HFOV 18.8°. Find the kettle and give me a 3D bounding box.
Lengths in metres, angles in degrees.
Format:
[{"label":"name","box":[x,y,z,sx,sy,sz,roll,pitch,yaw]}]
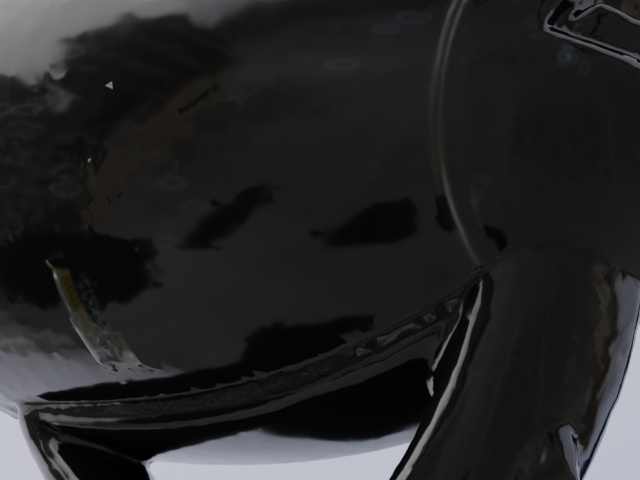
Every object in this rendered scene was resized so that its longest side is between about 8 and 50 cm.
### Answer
[{"label":"kettle","box":[0.000,0.000,0.630,0.207,0.290,0.268,23,-104,-39]}]
